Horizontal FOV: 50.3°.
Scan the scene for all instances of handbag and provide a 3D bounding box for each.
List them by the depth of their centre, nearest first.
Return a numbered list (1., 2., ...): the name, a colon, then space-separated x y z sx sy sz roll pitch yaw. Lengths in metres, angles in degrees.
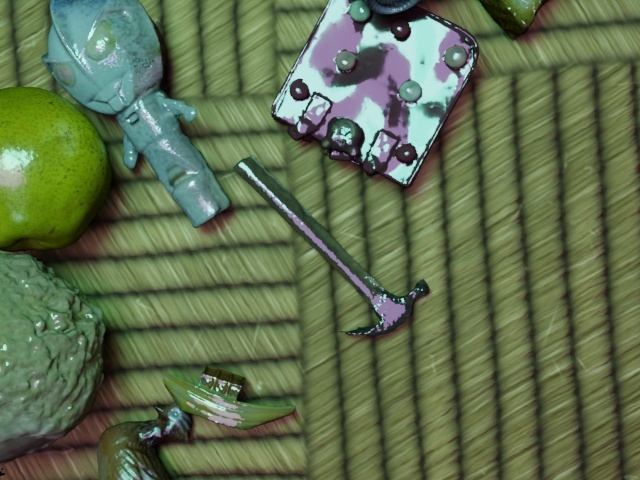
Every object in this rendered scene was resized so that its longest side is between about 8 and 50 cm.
1. handbag: 0.066 -0.193 0.844 0.203 0.074 0.216 29 91 5

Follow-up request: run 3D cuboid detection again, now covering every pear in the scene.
1. pear: -0.347 -0.081 0.818 0.198 0.198 0.198 0 90 3

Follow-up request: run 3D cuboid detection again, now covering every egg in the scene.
1. egg: -0.413 0.136 0.788 0.310 0.279 0.279 4 91 -22

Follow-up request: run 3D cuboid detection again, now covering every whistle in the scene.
1. whistle: -0.227 -0.175 0.846 0.142 0.134 0.346 -34 98 0

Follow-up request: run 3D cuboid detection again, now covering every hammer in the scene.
1. hammer: 0.000 0.000 0.873 0.125 0.027 0.297 -43 88 -2

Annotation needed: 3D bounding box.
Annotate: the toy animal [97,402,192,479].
1. toy animal: -0.212 0.311 0.866 0.179 0.089 0.188 -36 83 -12

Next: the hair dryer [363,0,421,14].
1. hair dryer: 0.006 -0.437 0.697 0.121 0.361 0.301 -17 68 26

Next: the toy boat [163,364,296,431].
1. toy boat: -0.117 0.202 0.866 0.172 0.065 0.066 17 72 1

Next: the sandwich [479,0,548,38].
1. sandwich: 0.275 -0.381 0.834 0.215 0.065 0.186 -33 88 3
